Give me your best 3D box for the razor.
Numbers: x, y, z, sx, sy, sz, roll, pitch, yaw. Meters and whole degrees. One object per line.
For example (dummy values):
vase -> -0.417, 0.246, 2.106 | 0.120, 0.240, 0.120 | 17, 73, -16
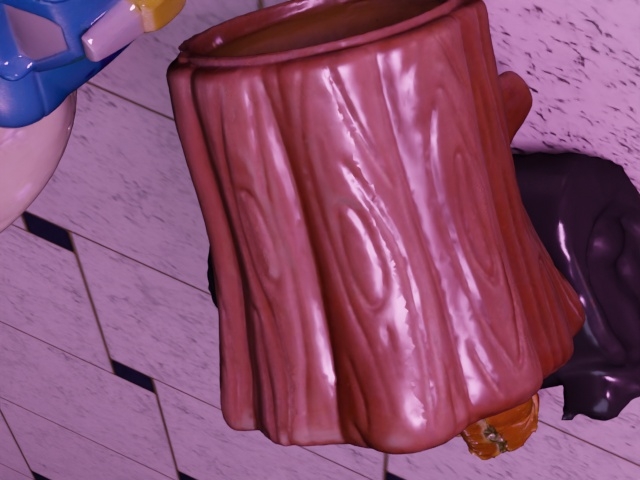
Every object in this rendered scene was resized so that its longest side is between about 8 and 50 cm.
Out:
razor -> 0.077, 0.034, 1.243 | 0.326, 0.107, 0.189 | -8, 115, 43

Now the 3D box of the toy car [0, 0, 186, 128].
toy car -> -0.132, -0.163, 0.954 | 0.166, 0.198, 0.314 | 41, 161, 18

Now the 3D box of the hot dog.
hot dog -> 0.110, 0.095, 1.451 | 0.115, 0.072, 0.269 | 7, 151, 26

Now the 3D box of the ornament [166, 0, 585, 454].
ornament -> 0.029, -0.021, 1.040 | 0.235, 0.221, 0.218 | -124, 21, -72

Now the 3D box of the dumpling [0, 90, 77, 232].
dumpling -> -0.310, -0.093, 1.199 | 0.233, 0.315, 0.395 | 26, 150, 22
